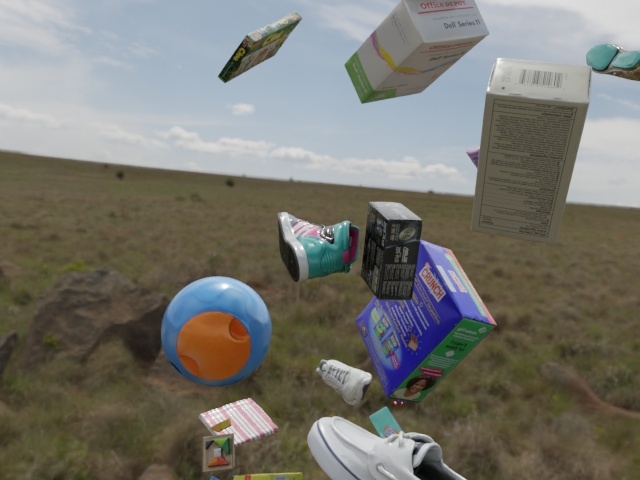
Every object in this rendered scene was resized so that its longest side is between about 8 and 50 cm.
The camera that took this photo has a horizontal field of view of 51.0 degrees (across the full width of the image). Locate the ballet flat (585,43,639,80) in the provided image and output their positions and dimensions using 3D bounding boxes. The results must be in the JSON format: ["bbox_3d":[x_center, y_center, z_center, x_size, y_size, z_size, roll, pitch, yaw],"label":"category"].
[{"bbox_3d":[0.634,-0.369,1.416,0.067,0.073,0.206,31,17,-18],"label":"ballet flat"}]

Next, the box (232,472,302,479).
[{"bbox_3d":[-0.128,0.569,1.553,0.087,0.058,0.232,7,-20,-26],"label":"box"}]

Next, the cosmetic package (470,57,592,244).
[{"bbox_3d":[0.358,-0.148,1.164,0.160,0.309,0.113,11,49,15],"label":"cosmetic package"}]

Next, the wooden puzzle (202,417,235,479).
[{"bbox_3d":[-0.199,0.409,1.297,0.079,0.116,0.014,-20,-29,14],"label":"wooden puzzle"}]

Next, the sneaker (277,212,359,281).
[{"bbox_3d":[0.000,0.000,1.579,0.178,0.123,0.295,-6,25,-12],"label":"sneaker"}]

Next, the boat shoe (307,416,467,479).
[{"bbox_3d":[0.097,0.244,0.701,0.258,0.084,0.095,27,11,34],"label":"boat shoe"}]

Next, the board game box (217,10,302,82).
[{"bbox_3d":[-0.141,-0.466,1.610,0.030,0.136,0.259,42,38,-2],"label":"board game box"}]

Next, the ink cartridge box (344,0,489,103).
[{"bbox_3d":[0.234,-0.459,1.547,0.207,0.119,0.353,-17,-9,-29],"label":"ink cartridge box"}]

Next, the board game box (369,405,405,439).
[{"bbox_3d":[0.181,0.458,1.426,0.047,0.160,0.210,-31,-34,-1],"label":"board game box"}]

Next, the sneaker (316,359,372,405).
[{"bbox_3d":[0.065,0.420,2.030,0.118,0.110,0.292,34,-13,-11],"label":"sneaker"}]

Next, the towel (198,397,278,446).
[{"bbox_3d":[-0.234,0.527,1.922,0.197,0.029,0.144,-7,35,-45],"label":"towel"}]

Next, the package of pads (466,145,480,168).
[{"bbox_3d":[0.463,-0.236,1.938,0.050,0.032,0.083,-6,-46,48],"label":"package of pads"}]

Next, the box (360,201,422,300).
[{"bbox_3d":[0.151,0.020,1.453,0.078,0.180,0.147,1,17,-13],"label":"box"}]

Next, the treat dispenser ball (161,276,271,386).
[{"bbox_3d":[-0.273,0.239,1.769,0.288,0.288,0.288,6,4,0],"label":"treat dispenser ball"}]

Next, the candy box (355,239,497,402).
[{"bbox_3d":[0.254,0.206,1.705,0.122,0.317,0.268,14,37,-31],"label":"candy box"}]

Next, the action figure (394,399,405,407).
[{"bbox_3d":[0.254,0.456,2.016,0.038,0.115,0.030,12,39,-11],"label":"action figure"}]
